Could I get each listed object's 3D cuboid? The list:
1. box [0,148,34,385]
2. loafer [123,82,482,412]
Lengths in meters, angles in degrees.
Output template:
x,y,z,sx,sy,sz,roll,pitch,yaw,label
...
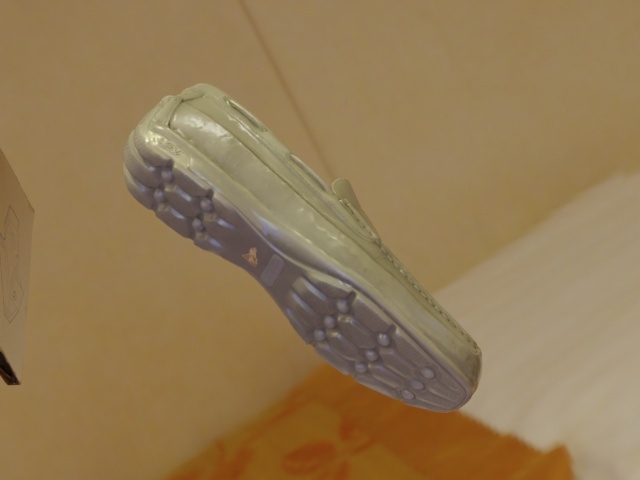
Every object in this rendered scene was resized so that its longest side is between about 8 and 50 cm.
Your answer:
x,y,z,sx,sy,sz,roll,pitch,yaw,label
-0.321,0.024,1.826,0.021,0.164,0.201,-4,64,5,box
0.000,0.000,1.352,0.111,0.319,0.112,-48,-1,-36,loafer
